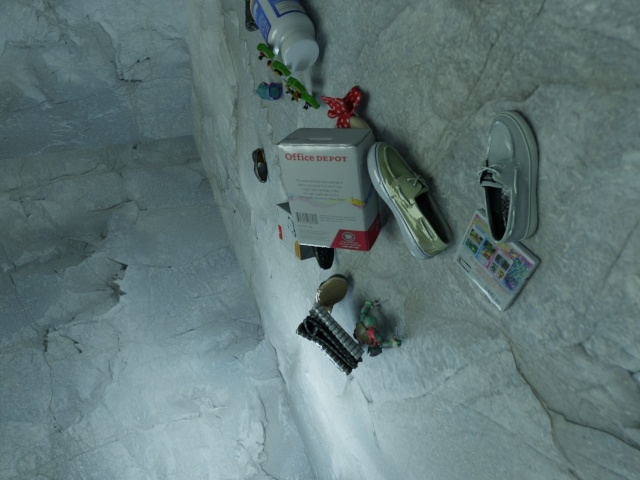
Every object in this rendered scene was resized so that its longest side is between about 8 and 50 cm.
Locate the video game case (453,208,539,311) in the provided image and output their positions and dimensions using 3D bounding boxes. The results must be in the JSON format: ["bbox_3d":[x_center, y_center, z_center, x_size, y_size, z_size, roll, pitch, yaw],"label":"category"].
[{"bbox_3d":[0.340,0.039,0.812,0.157,0.019,0.143,57,151,39],"label":"video game case"}]

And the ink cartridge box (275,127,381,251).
[{"bbox_3d":[0.032,-0.136,1.100,0.226,0.131,0.306,8,125,25],"label":"ink cartridge box"}]

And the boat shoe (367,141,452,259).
[{"bbox_3d":[0.211,-0.105,0.947,0.094,0.109,0.302,-34,81,50],"label":"boat shoe"}]

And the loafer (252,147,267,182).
[{"bbox_3d":[-0.293,-0.366,1.994,0.061,0.062,0.170,-19,87,63],"label":"loafer"}]

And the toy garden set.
[{"bbox_3d":[-0.122,-0.522,1.321,0.244,0.049,0.204,41,-171,-30],"label":"toy garden set"}]

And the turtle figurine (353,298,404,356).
[{"bbox_3d":[0.160,0.272,1.261,0.234,0.118,0.175,97,154,-56],"label":"turtle figurine"}]

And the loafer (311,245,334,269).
[{"bbox_3d":[0.000,0.000,1.519,0.078,0.076,0.223,148,111,-72],"label":"loafer"}]

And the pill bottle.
[{"bbox_3d":[-0.106,-0.656,1.261,0.272,0.152,0.152,65,155,23],"label":"pill bottle"}]

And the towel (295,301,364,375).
[{"bbox_3d":[0.032,0.340,1.398,0.235,0.121,0.284,45,173,8],"label":"towel"}]

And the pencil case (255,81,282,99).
[{"bbox_3d":[-0.207,-0.601,1.641,0.151,0.064,0.070,36,152,56],"label":"pencil case"}]

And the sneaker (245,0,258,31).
[{"bbox_3d":[-0.228,-0.840,1.526,0.227,0.087,0.130,-124,28,-45],"label":"sneaker"}]

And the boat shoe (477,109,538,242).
[{"bbox_3d":[0.315,-0.104,0.700,0.079,0.081,0.228,11,114,65],"label":"boat shoe"}]

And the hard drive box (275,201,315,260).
[{"bbox_3d":[-0.096,-0.046,1.688,0.232,0.089,0.181,35,134,58],"label":"hard drive box"}]

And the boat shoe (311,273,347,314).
[{"bbox_3d":[0.031,0.192,1.527,0.285,0.102,0.092,110,172,-53],"label":"boat shoe"}]

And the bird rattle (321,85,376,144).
[{"bbox_3d":[0.085,-0.284,1.141,0.207,0.143,0.254,49,134,27],"label":"bird rattle"}]
